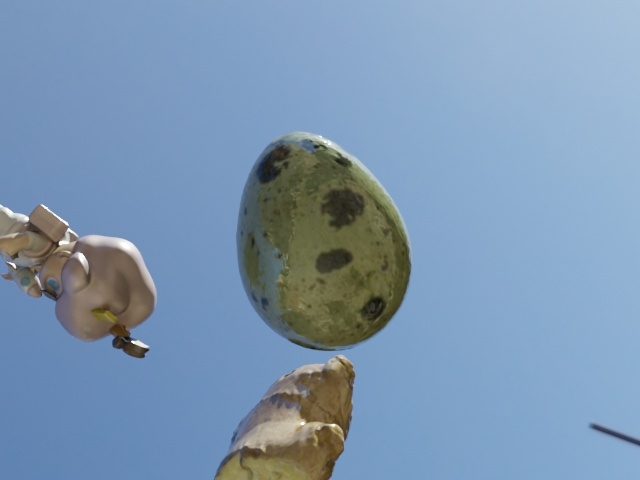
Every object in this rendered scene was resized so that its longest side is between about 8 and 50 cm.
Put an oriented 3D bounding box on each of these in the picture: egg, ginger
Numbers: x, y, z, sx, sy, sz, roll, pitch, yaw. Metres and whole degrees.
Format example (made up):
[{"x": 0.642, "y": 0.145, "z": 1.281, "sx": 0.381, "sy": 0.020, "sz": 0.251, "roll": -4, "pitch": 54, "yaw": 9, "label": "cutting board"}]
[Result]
[{"x": 0.000, "y": 0.000, "z": 1.122, "sx": 0.177, "sy": 0.177, "sz": 0.228, "roll": -17, "pitch": -86, "yaw": -40, "label": "egg"}, {"x": -0.031, "y": 0.260, "z": 1.437, "sx": 0.130, "sy": 0.221, "sz": 0.275, "roll": 41, "pitch": -121, "yaw": -6, "label": "ginger"}]

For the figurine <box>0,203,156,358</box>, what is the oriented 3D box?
[{"x": -0.251, "y": 0.033, "z": 1.143, "sx": 0.112, "sy": 0.229, "sz": 0.137, "roll": -54, "pitch": -10, "yaw": -20, "label": "figurine"}]
